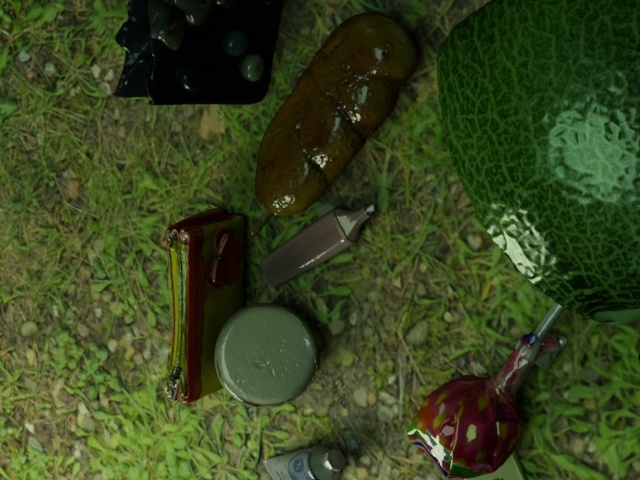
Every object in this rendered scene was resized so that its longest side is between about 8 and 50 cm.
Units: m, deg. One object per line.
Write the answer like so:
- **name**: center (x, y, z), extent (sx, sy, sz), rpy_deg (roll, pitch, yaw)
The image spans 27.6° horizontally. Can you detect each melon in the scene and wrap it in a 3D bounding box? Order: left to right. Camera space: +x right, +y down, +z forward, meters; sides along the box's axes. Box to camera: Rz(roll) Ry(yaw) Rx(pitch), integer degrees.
- **melon**: center (0.305, -0.096, 1.359), extent (0.331, 0.226, 0.343), rpy_deg (-15, 72, 17)

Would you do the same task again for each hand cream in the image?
- **hand cream**: center (-0.020, 0.312, 1.736), extent (0.142, 0.053, 0.084), rpy_deg (-34, 81, 42)

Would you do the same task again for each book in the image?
- **book**: center (0.222, 0.309, 1.598), extent (0.077, 0.014, 0.111), rpy_deg (-25, 86, 32)

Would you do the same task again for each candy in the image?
- **candy**: center (0.237, 0.125, 1.509), extent (0.124, 0.124, 0.365), rpy_deg (39, 109, 21)

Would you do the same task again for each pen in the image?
- **pen**: center (0.000, 0.000, 1.672), extent (0.197, 0.032, 0.053), rpy_deg (-31, 81, 35)

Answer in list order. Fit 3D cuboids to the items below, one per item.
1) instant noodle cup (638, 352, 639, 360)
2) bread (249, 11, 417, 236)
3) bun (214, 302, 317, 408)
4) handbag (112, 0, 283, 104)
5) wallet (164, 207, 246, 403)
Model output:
- **instant noodle cup**: center (0.456, 0.111, 1.312), extent (0.174, 0.213, 0.213), rpy_deg (47, 120, 6)
- **bread**: center (0.005, -0.135, 1.613), extent (0.344, 0.084, 0.124), rpy_deg (-55, 48, 28)
- **bun**: center (-0.072, 0.148, 1.711), extent (0.138, 0.094, 0.138), rpy_deg (0, 92, -3)
- **handbag**: center (-0.134, -0.319, 1.553), extent (0.118, 0.269, 0.325), rpy_deg (19, 108, 29)
- **wallet**: center (-0.149, 0.086, 1.718), extent (0.067, 0.141, 0.241), rpy_deg (6, 103, 26)
